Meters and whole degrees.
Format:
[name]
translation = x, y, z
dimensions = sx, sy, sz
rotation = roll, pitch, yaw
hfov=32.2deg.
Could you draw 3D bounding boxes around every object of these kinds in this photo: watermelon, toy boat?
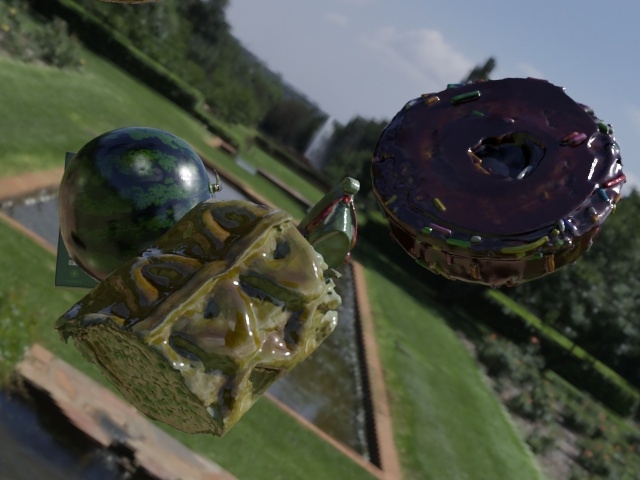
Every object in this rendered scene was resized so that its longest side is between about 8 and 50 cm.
[watermelon]
translation = -0.286, -0.049, 1.754
dimensions = 0.269, 0.269, 0.269
rotation = 34, 5, -3
[toy boat]
translation = 0.001, 0.000, 1.502
dimensions = 0.089, 0.185, 0.071
rotation = 23, 32, -25

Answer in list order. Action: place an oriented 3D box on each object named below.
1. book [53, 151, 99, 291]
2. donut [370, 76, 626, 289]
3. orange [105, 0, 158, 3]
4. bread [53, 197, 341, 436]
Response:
[book]
translation = -0.372, -0.030, 2.018
dimensions = 0.202, 0.264, 0.027
rotation = 4, -22, -13
[donut]
translation = 0.163, -0.051, 1.021
dimensions = 0.235, 0.235, 0.089
rotation = 38, -29, 34
[orange]
translation = -0.237, -0.488, 1.490
dimensions = 0.293, 0.340, 0.340
rotation = 5, 4, 4
[bread]
translation = -0.125, 0.086, 1.248
dimensions = 0.238, 0.252, 0.196
rotation = 45, -34, -7
